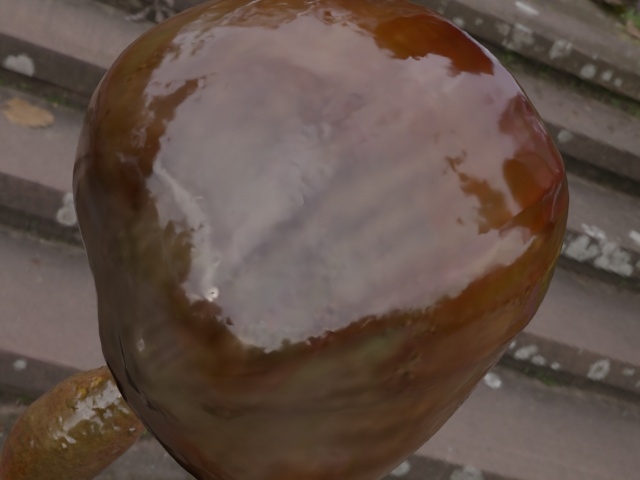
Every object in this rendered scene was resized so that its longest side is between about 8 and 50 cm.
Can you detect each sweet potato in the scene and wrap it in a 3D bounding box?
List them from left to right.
[{"bbox_3d":[-0.290,0.224,1.165,0.131,0.337,0.131,36,15,-11],"label":"sweet potato"}]

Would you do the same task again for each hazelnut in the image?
[{"bbox_3d":[0.008,0.000,0.395,0.186,0.210,0.210,-14,32,0],"label":"hazelnut"}]
